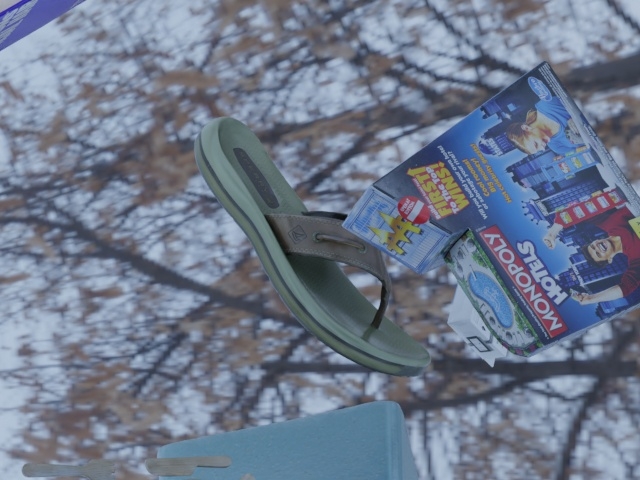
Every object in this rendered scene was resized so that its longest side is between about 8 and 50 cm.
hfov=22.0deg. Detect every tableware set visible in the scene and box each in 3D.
[{"bbox_3d":[-0.140,0.230,1.317,0.194,0.039,0.128,3,-117,-30],"label":"tableware set"}]

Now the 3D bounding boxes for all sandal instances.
[{"bbox_3d":[-0.001,-0.001,1.482,0.303,0.086,0.120,53,-160,9],"label":"sandal"}]

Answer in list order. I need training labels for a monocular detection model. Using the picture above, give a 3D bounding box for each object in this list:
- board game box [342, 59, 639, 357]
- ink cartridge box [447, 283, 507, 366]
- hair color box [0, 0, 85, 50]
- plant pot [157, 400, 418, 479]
[{"bbox_3d":[0.125,-0.011,1.135,0.194,0.060,0.194,-20,-110,-30],"label":"board game box"},{"bbox_3d":[0.160,0.081,1.587,0.083,0.028,0.048,44,-130,-37],"label":"ink cartridge box"},{"bbox_3d":[-0.209,-0.235,1.059,0.185,0.110,0.339,52,-130,-4],"label":"hair color box"},{"bbox_3d":[-0.011,0.343,1.572,0.248,0.252,0.247,-12,-58,4],"label":"plant pot"}]
